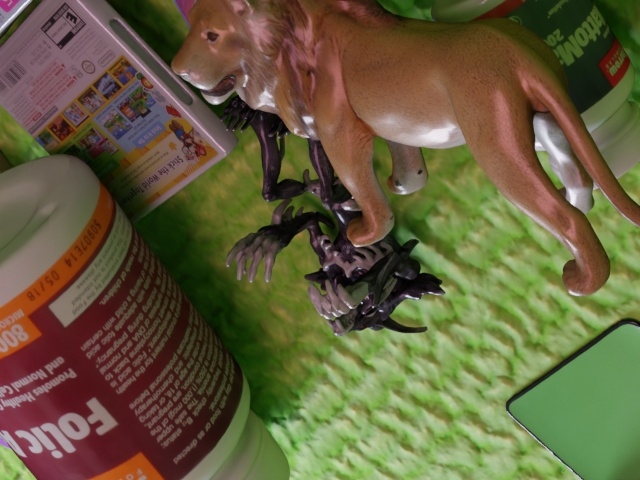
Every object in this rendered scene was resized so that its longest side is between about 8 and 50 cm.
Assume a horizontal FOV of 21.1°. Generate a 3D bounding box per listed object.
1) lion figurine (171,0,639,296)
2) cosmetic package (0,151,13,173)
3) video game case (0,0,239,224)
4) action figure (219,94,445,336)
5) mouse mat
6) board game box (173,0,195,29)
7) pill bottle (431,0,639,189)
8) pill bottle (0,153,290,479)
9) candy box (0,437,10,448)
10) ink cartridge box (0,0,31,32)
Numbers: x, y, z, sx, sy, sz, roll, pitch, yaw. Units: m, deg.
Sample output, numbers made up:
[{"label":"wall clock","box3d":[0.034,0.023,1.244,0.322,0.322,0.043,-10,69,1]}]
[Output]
[{"label":"lion figurine","box3d":[0.077,-0.106,1.239,0.392,0.142,0.240,6,129,39]},{"label":"cosmetic package","box3d":[-0.341,-0.065,1.700,0.041,0.060,0.115,-19,115,38]},{"label":"video game case","box3d":[-0.199,-0.121,1.563,0.206,0.026,0.227,46,146,-9]},{"label":"action figure","box3d":[0.000,0.000,1.488,0.164,0.141,0.276,9,133,45]},{"label":"mouse mat","box3d":[0.273,0.159,1.550,0.152,0.007,0.189,42,134,-5]},{"label":"board game box","box3d":[-0.068,-0.185,1.457,0.133,0.033,0.169,-11,118,37]},{"label":"pill bottle","box3d":[0.174,-0.131,1.303,0.108,0.108,0.180,-21,113,40]},{"label":"pill bottle","box3d":[-0.208,0.131,1.649,0.224,0.224,0.392,-12,125,37]},{"label":"candy box","box3d":[-0.378,0.108,1.853,0.164,0.070,0.196,24,134,14]},{"label":"ink cartridge box","box3d":[-0.273,-0.209,1.452,0.065,0.186,0.311,43,135,-10]}]
